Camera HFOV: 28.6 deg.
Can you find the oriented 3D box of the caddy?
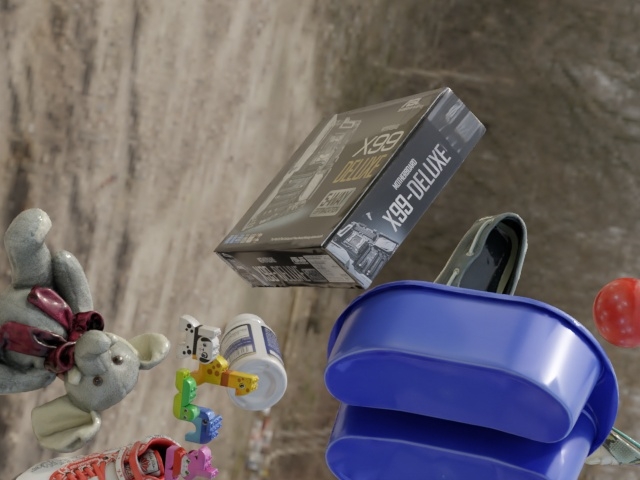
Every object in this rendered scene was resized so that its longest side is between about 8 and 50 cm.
[{"bbox_3d":[0.159,0.177,1.422,0.179,0.341,0.241,-55,150,-55],"label":"caddy"}]

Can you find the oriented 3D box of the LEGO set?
[{"bbox_3d":[-0.140,0.212,1.680,0.087,0.093,0.227,-25,123,-70],"label":"LEGO set"}]

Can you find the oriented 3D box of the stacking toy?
[{"bbox_3d":[0.509,0.075,1.604,0.141,0.330,0.141,169,-90,-87],"label":"stacking toy"}]

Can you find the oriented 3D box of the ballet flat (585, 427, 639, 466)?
[{"bbox_3d":[0.411,0.294,1.947,0.079,0.221,0.077,-50,177,-5],"label":"ballet flat"}]

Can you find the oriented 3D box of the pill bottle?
[{"bbox_3d":[-0.107,0.182,1.944,0.169,0.094,0.094,-110,-153,-64],"label":"pill bottle"}]

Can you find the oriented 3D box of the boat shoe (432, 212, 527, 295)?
[{"bbox_3d":[0.203,0.092,1.765,0.319,0.116,0.099,-60,-175,-25],"label":"boat shoe"}]

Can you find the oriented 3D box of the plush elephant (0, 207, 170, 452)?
[{"bbox_3d":[-0.394,0.169,1.949,0.272,0.255,0.330,-59,159,-28],"label":"plush elephant"}]

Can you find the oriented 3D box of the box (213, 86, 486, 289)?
[{"bbox_3d":[0.027,-0.055,1.496,0.242,0.076,0.307,-52,-160,-18],"label":"box"}]

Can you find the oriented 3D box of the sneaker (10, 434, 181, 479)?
[{"bbox_3d":[-0.336,0.355,1.904,0.145,0.270,0.090,-29,-107,44],"label":"sneaker"}]
